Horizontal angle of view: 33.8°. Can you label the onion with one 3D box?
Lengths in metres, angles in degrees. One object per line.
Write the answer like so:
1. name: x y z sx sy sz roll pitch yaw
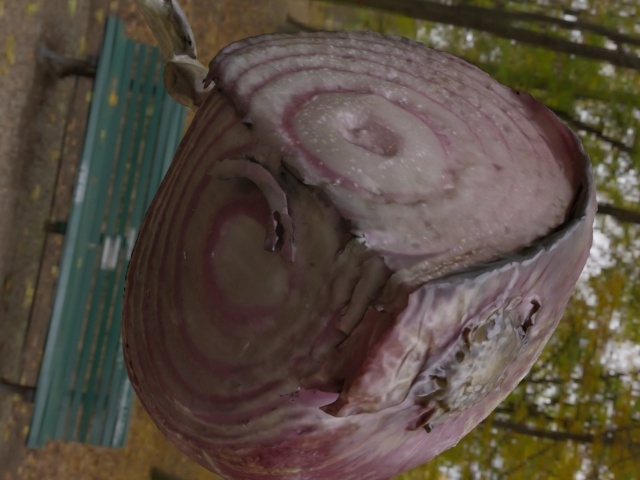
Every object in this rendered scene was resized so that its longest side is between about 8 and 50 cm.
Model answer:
1. onion: 0.017 0.023 0.611 0.272 0.256 0.230 -114 -146 -52
